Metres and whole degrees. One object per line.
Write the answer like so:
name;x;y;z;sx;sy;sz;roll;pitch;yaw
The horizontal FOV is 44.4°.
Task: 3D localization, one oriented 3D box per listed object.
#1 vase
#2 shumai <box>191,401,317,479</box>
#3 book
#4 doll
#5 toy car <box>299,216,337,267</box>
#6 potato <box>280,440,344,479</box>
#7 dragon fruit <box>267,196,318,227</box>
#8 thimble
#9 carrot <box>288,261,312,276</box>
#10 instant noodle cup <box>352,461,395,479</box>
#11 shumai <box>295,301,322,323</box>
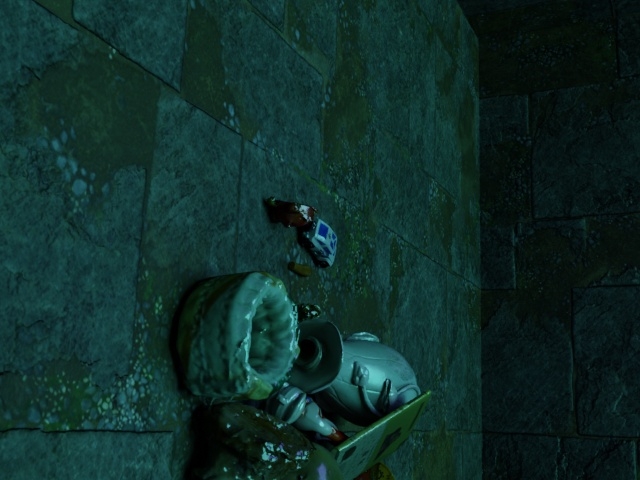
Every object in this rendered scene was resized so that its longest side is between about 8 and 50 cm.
vase;0.080;0.348;2.028;0.445;0.250;0.250;36;54;-50
shumai;-0.159;0.446;1.602;0.218;0.184;0.185;23;103;-36
book;0.124;0.513;1.956;0.352;0.035;0.239;-20;144;-40
doll;-0.033;0.415;1.838;0.099;0.188;0.384;-61;153;-11
toy car;0.000;0.000;2.097;0.170;0.070;0.080;55;39;-49
potato;-0.047;0.604;1.730;0.243;0.221;0.326;-43;129;-70
dragon fruit;-0.068;-0.062;1.926;0.126;0.112;0.068;10;92;-65
thimble;-0.165;0.201;1.604;0.288;0.167;0.254;-63;140;-49
carrot;-0.050;0.075;2.029;0.093;0.032;0.032;26;63;-58
instant noodle cup;0.104;0.707;2.076;0.215;0.216;0.172;-67;153;-44
shumai;-0.033;0.191;1.987;0.083;0.080;0.082;-59;140;-54
